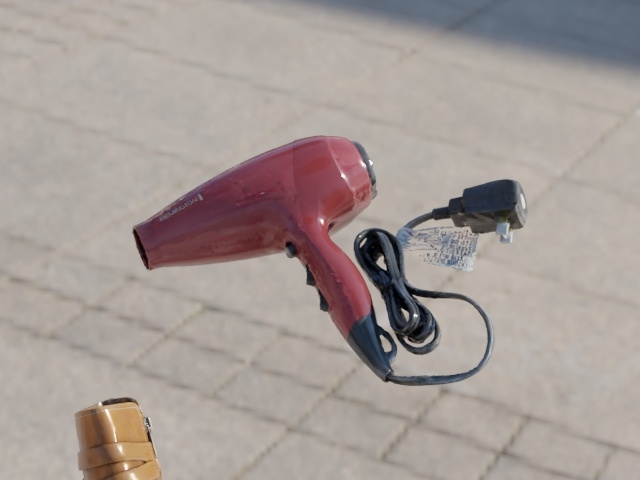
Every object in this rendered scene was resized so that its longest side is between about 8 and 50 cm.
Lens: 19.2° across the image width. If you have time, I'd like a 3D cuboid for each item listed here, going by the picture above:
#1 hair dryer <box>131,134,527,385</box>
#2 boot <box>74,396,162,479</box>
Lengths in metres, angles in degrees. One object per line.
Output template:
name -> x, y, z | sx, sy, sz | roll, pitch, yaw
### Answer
hair dryer -> 0.000, 0.000, 1.401 | 0.293, 0.080, 0.223 | 5, 36, 17
boot -> -0.177, 0.262, 1.768 | 0.109, 0.220, 0.283 | -9, 3, 0
